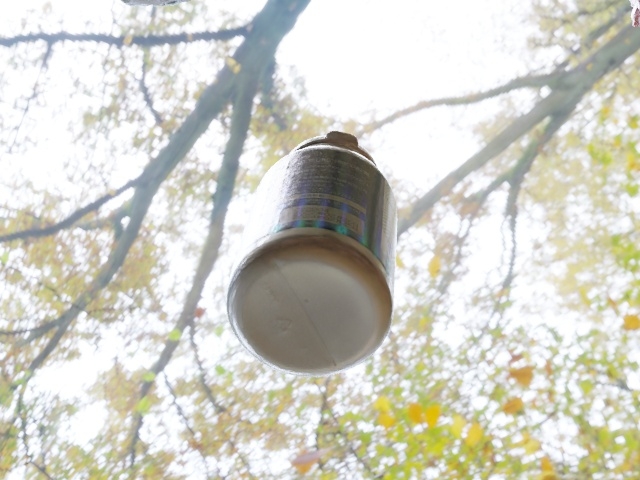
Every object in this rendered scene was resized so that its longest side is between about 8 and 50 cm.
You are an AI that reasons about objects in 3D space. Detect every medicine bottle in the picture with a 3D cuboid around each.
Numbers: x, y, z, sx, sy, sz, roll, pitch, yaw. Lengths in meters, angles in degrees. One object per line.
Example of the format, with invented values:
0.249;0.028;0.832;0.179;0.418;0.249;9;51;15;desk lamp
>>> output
0.000;0.000;0.673;0.107;0.107;0.191;31;-152;-11;medicine bottle

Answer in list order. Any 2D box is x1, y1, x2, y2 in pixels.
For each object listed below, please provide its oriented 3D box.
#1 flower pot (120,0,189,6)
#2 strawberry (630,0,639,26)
-0.096;-0.269;0.610;0.103;0.108;0.229;0;-100;-32;flower pot
0.264;-0.244;0.626;0.138;0.233;0.306;17;-116;-19;strawberry
